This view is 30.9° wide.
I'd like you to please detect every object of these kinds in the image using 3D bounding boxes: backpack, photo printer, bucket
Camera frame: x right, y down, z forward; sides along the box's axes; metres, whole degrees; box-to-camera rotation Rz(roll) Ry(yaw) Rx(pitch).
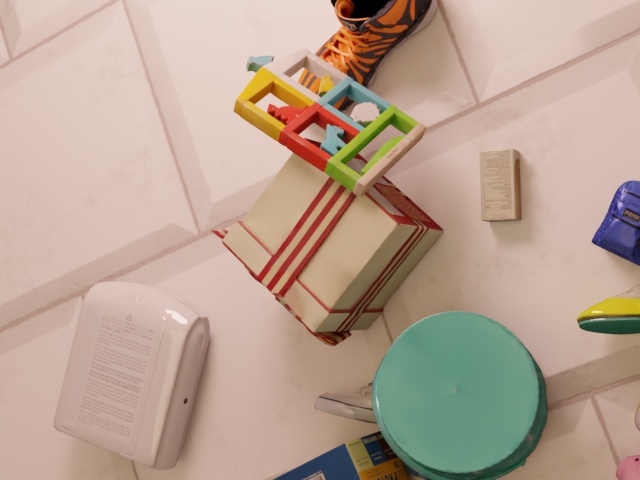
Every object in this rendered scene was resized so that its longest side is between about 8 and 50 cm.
[{"bbox_3d":[0.479,-0.029,1.751,0.098,0.101,0.120,28,96,17],"label":"backpack"},{"bbox_3d":[-0.341,0.233,2.114,0.256,0.107,0.307,15,93,25],"label":"photo printer"},{"bbox_3d":[0.214,0.239,1.777,0.281,0.183,0.281,-2,78,10],"label":"bucket"}]

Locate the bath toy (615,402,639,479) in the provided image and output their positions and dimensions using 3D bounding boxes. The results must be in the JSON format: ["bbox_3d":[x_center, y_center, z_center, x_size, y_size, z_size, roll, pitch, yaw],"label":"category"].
[{"bbox_3d":[0.507,0.348,1.703,0.151,0.129,0.348,25,98,24],"label":"bath toy"}]

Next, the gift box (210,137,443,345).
[{"bbox_3d":[0.000,0.000,1.883,0.255,0.276,0.258,44,107,25],"label":"gift box"}]

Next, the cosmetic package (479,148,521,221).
[{"bbox_3d":[0.291,-0.088,1.872,0.060,0.041,0.115,-1,87,24],"label":"cosmetic package"}]

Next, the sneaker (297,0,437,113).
[{"bbox_3d":[0.042,-0.335,1.924,0.321,0.180,0.124,-48,70,15],"label":"sneaker"}]

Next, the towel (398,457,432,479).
[{"bbox_3d":[0.186,0.366,1.905,0.119,0.029,0.067,24,99,25],"label":"towel"}]

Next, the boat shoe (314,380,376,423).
[{"bbox_3d":[0.105,0.269,1.930,0.226,0.083,0.076,9,80,13],"label":"boat shoe"}]

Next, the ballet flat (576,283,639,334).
[{"bbox_3d":[0.508,0.104,1.753,0.231,0.077,0.077,1,67,22],"label":"ballet flat"}]

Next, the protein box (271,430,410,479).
[{"bbox_3d":[0.044,0.448,1.893,0.200,0.136,0.201,-33,75,30],"label":"protein box"}]

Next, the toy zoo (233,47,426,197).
[{"bbox_3d":[-0.001,-0.203,1.828,0.293,0.192,0.030,34,138,13],"label":"toy zoo"}]
